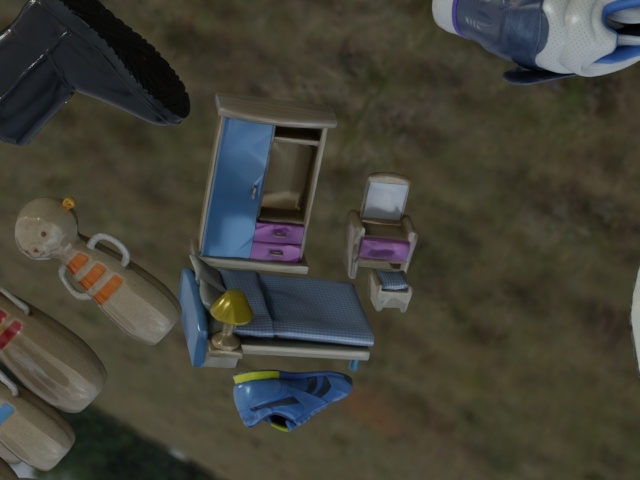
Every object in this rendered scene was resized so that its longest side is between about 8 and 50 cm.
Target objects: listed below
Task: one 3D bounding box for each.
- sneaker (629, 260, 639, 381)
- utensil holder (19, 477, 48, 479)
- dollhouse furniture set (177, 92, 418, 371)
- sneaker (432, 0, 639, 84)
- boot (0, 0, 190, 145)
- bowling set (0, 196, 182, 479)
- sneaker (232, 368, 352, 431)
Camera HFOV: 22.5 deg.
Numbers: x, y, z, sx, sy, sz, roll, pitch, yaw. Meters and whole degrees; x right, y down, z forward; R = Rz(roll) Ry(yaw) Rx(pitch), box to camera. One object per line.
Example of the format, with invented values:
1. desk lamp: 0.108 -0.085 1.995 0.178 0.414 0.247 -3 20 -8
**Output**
1. sneaker: 0.305 0.148 1.027 0.158 0.410 0.182 19 150 -35
2. utensil holder: -0.247 0.466 1.573 0.327 0.385 0.327 21 180 0
3. dollhouse furniture set: 0.000 0.000 1.746 0.286 0.198 0.303 5 -153 -13
4. sneaker: 0.293 -0.253 1.714 0.236 0.130 0.323 23 -150 29
5. boot: -0.308 -0.184 1.988 0.246 0.207 0.094 43 -151 -10
6. bowling set: -0.244 0.102 1.092 0.154 0.200 0.287 41 132 -9
7. sneaker: -0.034 0.214 2.127 0.069 0.082 0.209 -20 164 39
